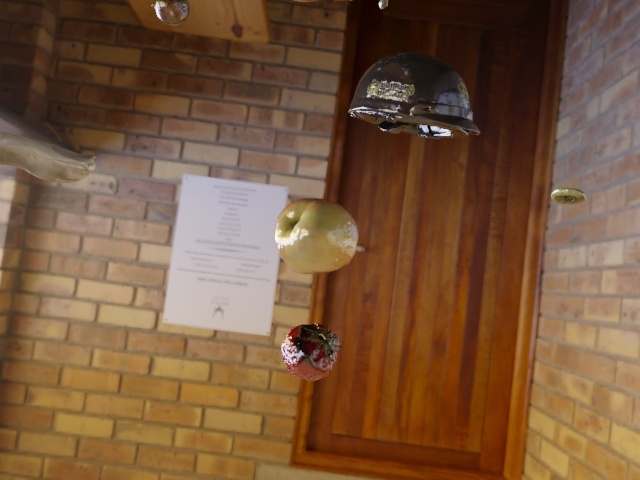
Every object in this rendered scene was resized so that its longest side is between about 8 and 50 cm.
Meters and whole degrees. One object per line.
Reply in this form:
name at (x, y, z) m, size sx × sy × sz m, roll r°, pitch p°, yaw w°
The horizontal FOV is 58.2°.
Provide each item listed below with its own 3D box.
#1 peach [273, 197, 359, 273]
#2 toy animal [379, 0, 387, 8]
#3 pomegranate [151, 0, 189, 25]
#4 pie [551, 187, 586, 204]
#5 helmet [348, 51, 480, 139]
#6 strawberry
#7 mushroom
peach at (0.000, 0.000, 1.459) m, size 0.232 × 0.233 × 0.232 m, roll 7°, pitch 176°, yaw 1°
toy animal at (0.165, -0.801, 1.680) m, size 0.089 × 0.255 × 0.170 m, roll -25°, pitch 177°, yaw 8°
pomegranate at (-0.530, -0.826, 2.048) m, size 0.130 × 0.130 × 0.130 m, roll 7°, pitch 176°, yaw 1°
pie at (0.625, -0.109, 1.447) m, size 0.084 × 0.021 × 0.084 m, roll 15°, pitch 163°, yaw 4°
helmet at (0.199, -0.301, 1.178) m, size 0.278 × 0.161 × 0.230 m, roll 12°, pitch -176°, yaw 34°
strawberry at (-0.020, 0.190, 0.961) m, size 0.106 × 0.106 × 0.106 m, roll 7°, pitch 176°, yaw 1°
mushroom at (-0.789, -0.230, 1.542) m, size 0.351 × 0.097 × 0.109 m, roll 12°, pitch 145°, yaw -36°
